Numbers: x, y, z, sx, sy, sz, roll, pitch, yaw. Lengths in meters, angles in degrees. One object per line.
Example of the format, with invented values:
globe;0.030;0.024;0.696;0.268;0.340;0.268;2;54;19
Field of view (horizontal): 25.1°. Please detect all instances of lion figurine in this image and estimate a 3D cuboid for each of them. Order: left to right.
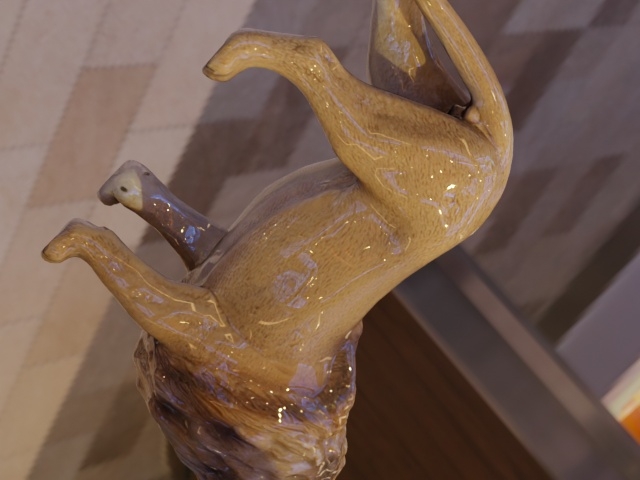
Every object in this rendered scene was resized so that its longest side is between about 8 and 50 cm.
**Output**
lion figurine;0.000;0.000;0.858;0.392;0.240;0.142;-45;-172;33
